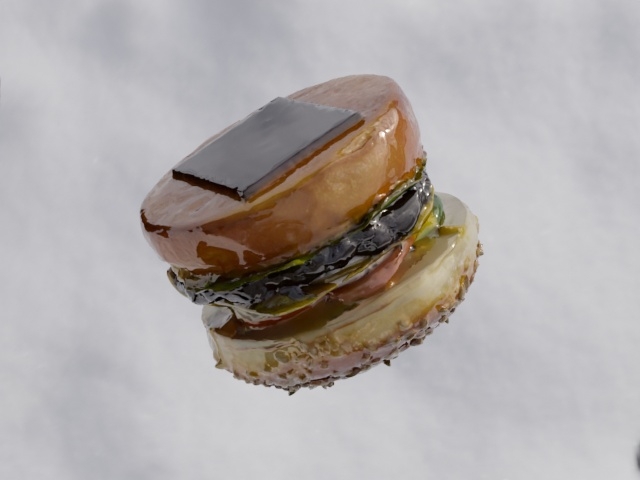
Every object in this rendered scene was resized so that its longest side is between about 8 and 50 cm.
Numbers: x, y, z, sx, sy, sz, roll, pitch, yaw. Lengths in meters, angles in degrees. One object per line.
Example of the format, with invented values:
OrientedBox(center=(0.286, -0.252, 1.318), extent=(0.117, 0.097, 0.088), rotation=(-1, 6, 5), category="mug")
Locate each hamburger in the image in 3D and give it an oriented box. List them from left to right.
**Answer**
OrientedBox(center=(0.000, 0.000, 1.445), extent=(0.291, 0.291, 0.225), rotation=(-35, 112, -23), category="hamburger")
